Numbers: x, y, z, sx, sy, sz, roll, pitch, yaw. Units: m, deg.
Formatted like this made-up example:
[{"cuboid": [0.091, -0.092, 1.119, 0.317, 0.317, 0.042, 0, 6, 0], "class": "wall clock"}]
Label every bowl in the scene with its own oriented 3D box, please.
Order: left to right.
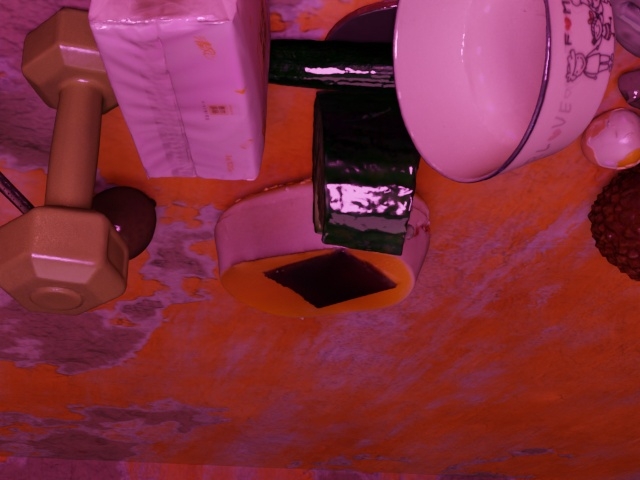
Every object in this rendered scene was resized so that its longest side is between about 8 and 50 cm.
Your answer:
[{"cuboid": [0.173, -0.172, 0.837, 0.126, 0.237, 0.238, -6, 158, -27], "class": "bowl"}]

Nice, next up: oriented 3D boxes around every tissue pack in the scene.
[{"cuboid": [-0.111, -0.186, 0.812, 0.124, 0.185, 0.225, 1, 153, 3], "class": "tissue pack"}]

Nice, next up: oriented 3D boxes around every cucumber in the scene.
[{"cuboid": [0.029, -0.177, 0.954, 0.284, 0.056, 0.056, 1, 154, 2], "class": "cucumber"}, {"cuboid": [0.055, -0.076, 1.024, 0.130, 0.191, 0.191, 0, 153, 0], "class": "cucumber"}]

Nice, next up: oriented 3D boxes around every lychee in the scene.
[{"cuboid": [0.440, -0.024, 1.191, 0.188, 0.188, 0.188, -1, 154, -1], "class": "lychee"}]

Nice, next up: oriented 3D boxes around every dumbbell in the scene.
[{"cuboid": [-0.234, -0.079, 0.887, 0.108, 0.302, 0.121, -6, 151, 9], "class": "dumbbell"}]

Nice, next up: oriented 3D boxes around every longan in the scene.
[{"cuboid": [-0.263, -0.024, 1.241, 0.106, 0.106, 0.119, -31, 180, 45], "class": "longan"}]

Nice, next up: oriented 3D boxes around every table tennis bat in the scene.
[{"cuboid": [0.152, -0.198, 0.985, 0.301, 0.022, 0.173, -2, 153, 3], "class": "table tennis bat"}]

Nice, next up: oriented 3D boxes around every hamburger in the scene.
[{"cuboid": [0.000, 0.000, 1.239, 0.295, 0.151, 0.227, -6, 151, 26], "class": "hamburger"}]

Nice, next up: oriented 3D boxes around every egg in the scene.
[{"cuboid": [0.346, -0.118, 1.101, 0.071, 0.071, 0.083, 21, 150, -37], "class": "egg"}]

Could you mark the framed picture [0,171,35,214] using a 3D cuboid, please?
[{"cuboid": [-0.397, -0.158, 0.854, 0.014, 0.255, 0.338, -46, 154, -13], "class": "framed picture"}]

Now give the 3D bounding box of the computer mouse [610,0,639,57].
[{"cuboid": [0.315, -0.266, 0.780, 0.197, 0.095, 0.331, 0, 150, 28], "class": "computer mouse"}]

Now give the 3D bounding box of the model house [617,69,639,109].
[{"cuboid": [0.436, -0.094, 1.015, 0.229, 0.188, 0.122, 10, 155, -26], "class": "model house"}]
